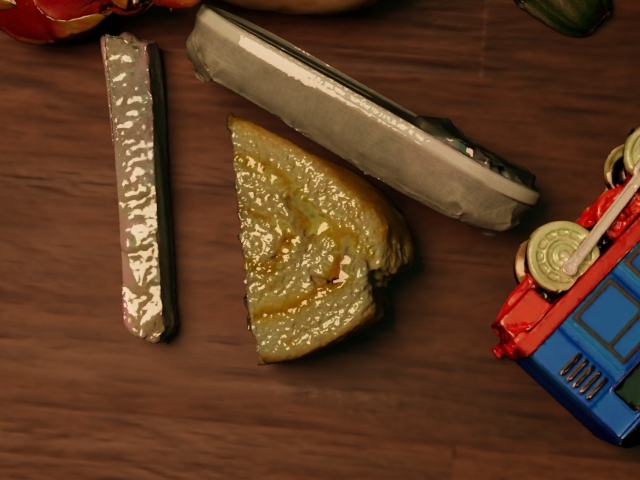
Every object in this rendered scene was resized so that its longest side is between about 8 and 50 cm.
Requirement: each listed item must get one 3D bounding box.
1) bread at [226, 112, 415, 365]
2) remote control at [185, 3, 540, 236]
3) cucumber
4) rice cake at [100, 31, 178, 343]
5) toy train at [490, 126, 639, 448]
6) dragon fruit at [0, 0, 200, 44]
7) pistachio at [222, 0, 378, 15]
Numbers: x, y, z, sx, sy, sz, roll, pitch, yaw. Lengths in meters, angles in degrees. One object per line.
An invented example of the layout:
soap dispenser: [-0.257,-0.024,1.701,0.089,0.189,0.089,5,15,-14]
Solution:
bread: [0.001,-0.006,0.665,0.110,0.103,0.156,-9,87,6]
remote control: [0.024,-0.078,0.679,0.247,0.104,0.052,30,102,8]
cucumber: [0.158,-0.190,0.728,0.067,0.035,0.107,-41,84,-7]
rice cake: [-0.119,-0.036,0.704,0.034,0.043,0.210,-6,80,8]
toy train: [0.203,0.017,0.667,0.131,0.083,0.204,43,86,8]
dragon fruit: [-0.152,-0.165,0.694,0.191,0.094,0.094,15,81,21]
pistachio: [-0.035,-0.206,0.695,0.186,0.126,0.108,25,51,1]
